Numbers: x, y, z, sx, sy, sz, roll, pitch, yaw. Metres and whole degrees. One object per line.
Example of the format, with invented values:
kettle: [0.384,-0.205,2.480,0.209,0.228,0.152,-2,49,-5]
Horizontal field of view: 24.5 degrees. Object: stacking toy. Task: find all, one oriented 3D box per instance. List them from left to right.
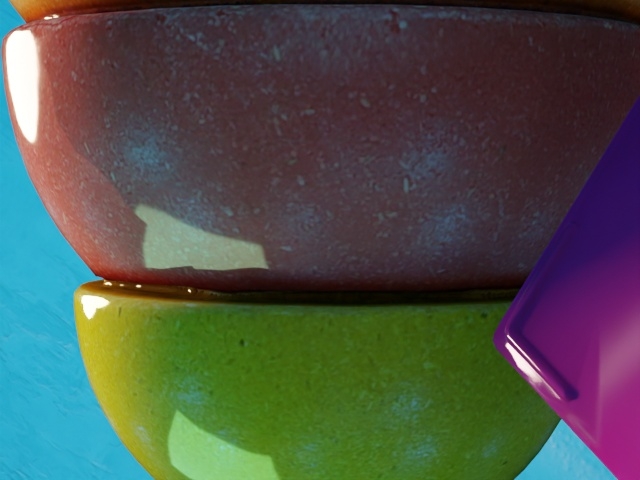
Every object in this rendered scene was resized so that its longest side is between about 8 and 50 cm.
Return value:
stacking toy: [0.000,0.000,0.594,0.350,0.480,0.350,2,180,0]

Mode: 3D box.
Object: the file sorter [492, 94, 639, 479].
file sorter: [0.220,0.036,0.354,0.182,0.202,0.291,23,-165,-29]
